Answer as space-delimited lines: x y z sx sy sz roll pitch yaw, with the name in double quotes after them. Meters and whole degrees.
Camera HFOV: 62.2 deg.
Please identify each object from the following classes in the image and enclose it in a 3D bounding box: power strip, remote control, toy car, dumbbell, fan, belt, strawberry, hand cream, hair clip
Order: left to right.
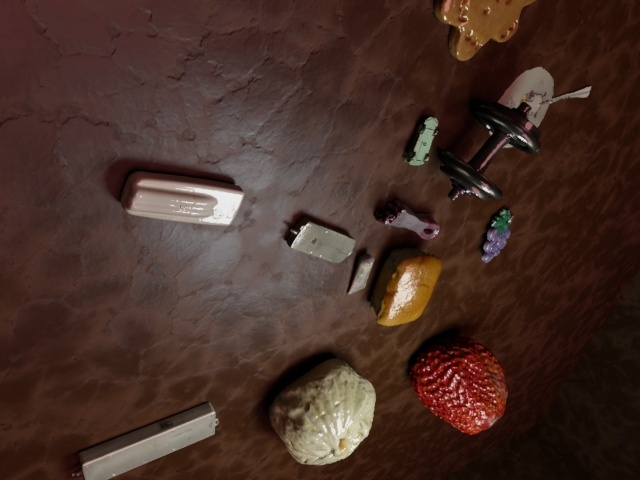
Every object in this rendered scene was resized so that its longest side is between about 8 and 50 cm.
-0.437 0.517 1.351 0.367 0.043 0.106 -14 131 -31 "power strip"
-0.252 -0.074 0.998 0.230 0.049 0.090 4 123 -43 "remote control"
0.000 0.000 1.282 0.227 0.029 0.080 21 111 -47 "power strip"
0.113 0.093 1.453 0.061 0.039 0.143 -22 145 -33 "hand cream"
0.239 -0.054 1.414 0.232 0.053 0.071 13 122 -44 "belt"
0.244 -0.238 1.275 0.059 0.035 0.121 0 115 -39 "toy car"
0.501 0.502 1.872 0.312 0.351 0.267 -34 131 -3 "strawberry"
0.415 -0.217 1.314 0.192 0.192 0.290 24 107 -48 "dumbbell"
0.569 -0.019 1.727 0.124 0.052 0.195 -11 122 -43 "hair clip"
0.625 -0.383 1.480 0.415 0.012 0.233 -21 135 -24 "fan"

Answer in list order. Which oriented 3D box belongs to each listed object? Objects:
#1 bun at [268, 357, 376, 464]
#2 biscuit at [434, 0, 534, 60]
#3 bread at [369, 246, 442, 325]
0.023 0.537 1.603 0.349 0.227 0.352 10 118 -46 "bun"
0.394 -0.553 1.120 0.355 0.052 0.275 -42 140 -1 "biscuit"
0.241 0.130 1.519 0.174 0.121 0.245 -6 129 -37 "bread"
